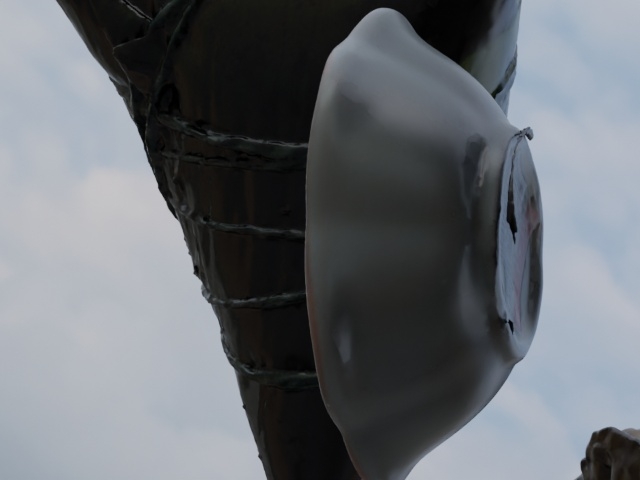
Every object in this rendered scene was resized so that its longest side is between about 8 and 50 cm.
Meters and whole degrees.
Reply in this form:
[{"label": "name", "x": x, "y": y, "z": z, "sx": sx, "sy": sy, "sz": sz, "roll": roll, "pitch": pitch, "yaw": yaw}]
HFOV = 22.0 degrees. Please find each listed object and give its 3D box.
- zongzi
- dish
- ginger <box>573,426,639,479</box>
[{"label": "zongzi", "x": 0.000, "y": 0.000, "z": 1.041, "sx": 0.319, "sy": 0.362, "sz": 0.383, "roll": -1, "pitch": -37, "yaw": 27}, {"label": "dish", "x": 0.062, "y": 0.003, "z": 0.766, "sx": 0.081, "sy": 0.229, "sz": 0.229, "roll": -2, "pitch": -41, "yaw": 17}, {"label": "ginger", "x": 0.360, "y": 0.317, "z": 1.672, "sx": 0.223, "sy": 0.200, "sz": 0.269, "roll": 7, "pitch": -47, "yaw": -24}]
